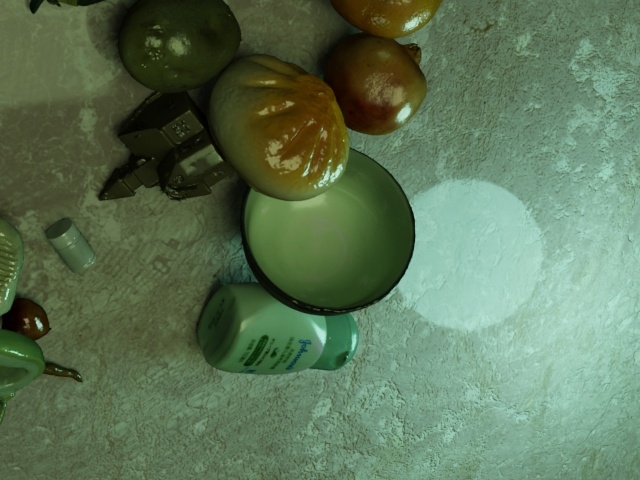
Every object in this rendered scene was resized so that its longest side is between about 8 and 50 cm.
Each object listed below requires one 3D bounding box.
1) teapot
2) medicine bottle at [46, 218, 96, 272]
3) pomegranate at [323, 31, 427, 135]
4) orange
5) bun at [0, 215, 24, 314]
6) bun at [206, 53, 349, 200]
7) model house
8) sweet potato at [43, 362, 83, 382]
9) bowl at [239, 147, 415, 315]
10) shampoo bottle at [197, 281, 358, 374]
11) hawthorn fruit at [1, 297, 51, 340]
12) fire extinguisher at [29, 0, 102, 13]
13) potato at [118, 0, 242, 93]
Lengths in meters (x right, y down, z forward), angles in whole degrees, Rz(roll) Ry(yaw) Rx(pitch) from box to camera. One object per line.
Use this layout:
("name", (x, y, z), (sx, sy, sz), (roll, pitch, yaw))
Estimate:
("teapot", (-0.651, 0.245, 1.611), (0.321, 0.239, 0.239), (-59, 151, 6))
("medicine bottle", (-0.459, 0.011, 1.714), (0.057, 0.057, 0.089), (-37, 127, -12))
("pomegranate", (0.103, -0.309, 1.824), (0.209, 0.209, 0.209), (-14, 119, -26))
("orange", (0.127, -0.496, 1.736), (0.240, 0.240, 0.171), (-17, 163, -25))
("bun", (-0.622, 0.044, 1.572), (0.231, 0.133, 0.231), (9, 74, -33))
("bun", (-0.053, -0.224, 1.700), (0.299, 0.298, 0.165), (25, 136, -38))
("model house", (-0.301, -0.130, 1.700), (0.248, 0.176, 0.181), (-33, 128, 6))
("sweet potato", (-0.512, 0.256, 1.822), (0.115, 0.026, 0.026), (22, 99, -42))
("bowl", (0.000, 0.000, 1.875), (0.354, 0.353, 0.185), (-26, 167, -20))
("shampoo bottle", (-0.073, 0.197, 1.983), (0.350, 0.151, 0.221), (11, 122, -36))
("hawthorn fruit", (-0.539, 0.150, 1.720), (0.093, 0.081, 0.081), (22, 100, -46))
("fire extinguisher", (-0.335, -0.455, 1.549), (0.311, 0.114, 0.095), (-24, 78, -22))
("potato", (-0.244, -0.352, 1.619), (0.235, 0.160, 0.177), (-10, 138, -39))
